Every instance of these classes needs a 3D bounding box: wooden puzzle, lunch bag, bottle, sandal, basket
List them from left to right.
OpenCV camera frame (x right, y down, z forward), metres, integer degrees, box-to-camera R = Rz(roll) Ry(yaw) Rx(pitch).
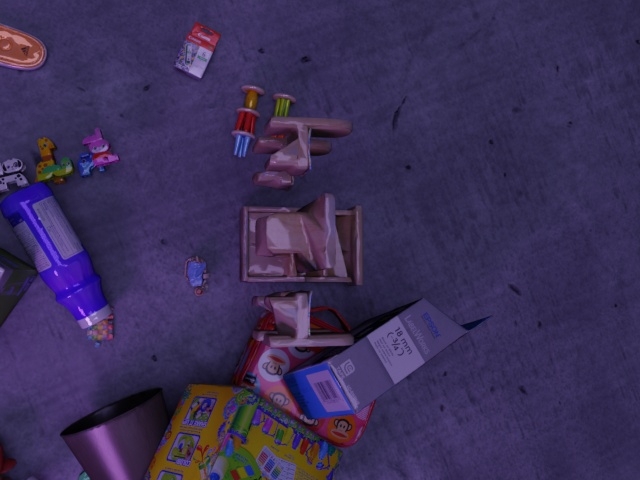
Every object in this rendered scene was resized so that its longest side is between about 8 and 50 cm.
[{"bbox_3d":[-0.662,-0.396,1.219,0.265,0.076,0.102,9,85,-13],"label":"sandal"},{"bbox_3d":[-0.494,0.031,1.219,0.092,0.118,0.282,-34,102,-32],"label":"bottle"},{"bbox_3d":[-0.440,0.173,1.285,0.049,0.006,0.083,0,88,-14],"label":"wooden puzzle"},{"bbox_3d":[-0.346,0.420,1.202,0.204,0.154,0.226,-22,94,7],"label":"basket"},{"bbox_3d":[-0.016,0.265,1.336,0.293,0.120,0.258,26,78,-13],"label":"lunch bag"}]

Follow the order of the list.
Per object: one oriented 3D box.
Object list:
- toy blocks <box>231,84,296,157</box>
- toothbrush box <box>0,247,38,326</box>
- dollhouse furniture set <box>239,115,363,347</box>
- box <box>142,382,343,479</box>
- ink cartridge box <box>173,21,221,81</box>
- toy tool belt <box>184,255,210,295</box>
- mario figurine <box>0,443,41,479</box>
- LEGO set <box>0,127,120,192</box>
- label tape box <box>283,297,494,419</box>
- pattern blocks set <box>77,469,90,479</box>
[{"bbox_3d":[-0.122,-0.241,1.358,0.123,0.054,0.148,12,85,-13],"label":"toy blocks"},{"bbox_3d":[-0.618,0.107,1.102,0.122,0.283,0.206,34,81,-11],"label":"toothbrush box"},{"bbox_3d":[0.000,0.000,1.200,0.257,0.394,0.362,1,85,-14],"label":"dollhouse furniture set"},{"bbox_3d":[-0.146,0.450,1.164,0.290,0.177,0.279,45,54,-34],"label":"box"},{"bbox_3d":[-0.256,-0.399,1.344,0.063,0.029,0.115,24,82,-11],"label":"ink cartridge box"},{"bbox_3d":[-0.251,0.074,1.313,0.052,0.051,0.083,-4,89,-14],"label":"toy tool belt"},{"bbox_3d":[-0.599,0.524,1.167,0.198,0.170,0.320,0,77,-22],"label":"mario figurine"},{"bbox_3d":[-0.508,-0.164,1.246,0.227,0.087,0.093,-16,89,-8],"label":"LEGO set"},{"bbox_3d":[0.120,0.198,1.204,0.334,0.240,0.106,-29,86,-27],"label":"label tape box"},{"bbox_3d":[-0.323,0.527,1.289,0.325,0.026,0.285,38,79,-9],"label":"pattern blocks set"}]
